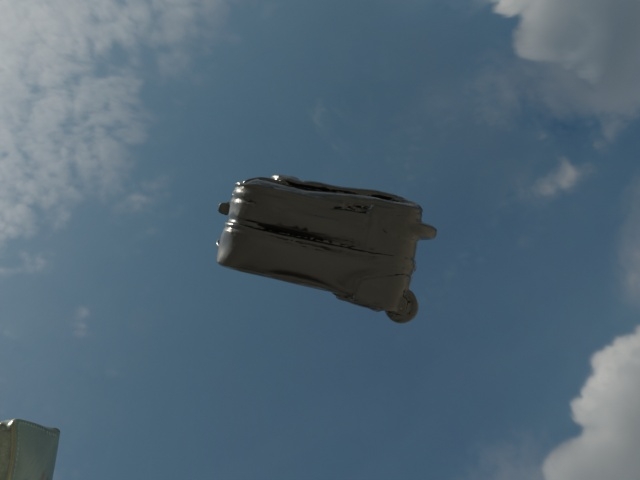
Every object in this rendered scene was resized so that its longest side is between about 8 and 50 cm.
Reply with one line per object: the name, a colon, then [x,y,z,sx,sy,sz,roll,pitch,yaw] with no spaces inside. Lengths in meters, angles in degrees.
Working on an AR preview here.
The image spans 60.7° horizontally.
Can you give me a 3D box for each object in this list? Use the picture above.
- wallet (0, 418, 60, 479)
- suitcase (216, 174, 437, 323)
wallet: [-0.619,0.554,1.114,0.083,0.252,0.361,-1,-117,-5]
suitcase: [0.000,0.000,0.923,0.338,0.345,0.189,12,-87,2]
